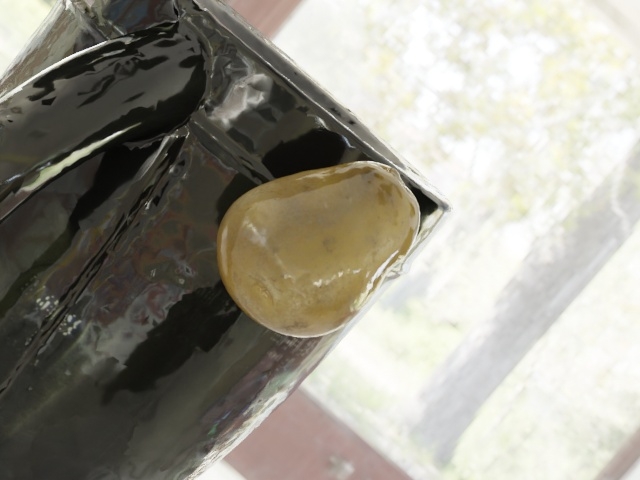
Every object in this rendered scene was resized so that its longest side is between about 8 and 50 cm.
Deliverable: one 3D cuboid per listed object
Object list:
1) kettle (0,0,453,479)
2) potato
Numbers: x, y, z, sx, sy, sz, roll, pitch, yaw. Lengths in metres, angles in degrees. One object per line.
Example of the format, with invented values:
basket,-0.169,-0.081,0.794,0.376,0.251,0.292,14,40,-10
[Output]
kettle,-0.130,0.031,0.672,0.228,0.324,0.321,42,8,14
potato,0.000,0.000,0.555,0.068,0.083,0.062,54,8,3
